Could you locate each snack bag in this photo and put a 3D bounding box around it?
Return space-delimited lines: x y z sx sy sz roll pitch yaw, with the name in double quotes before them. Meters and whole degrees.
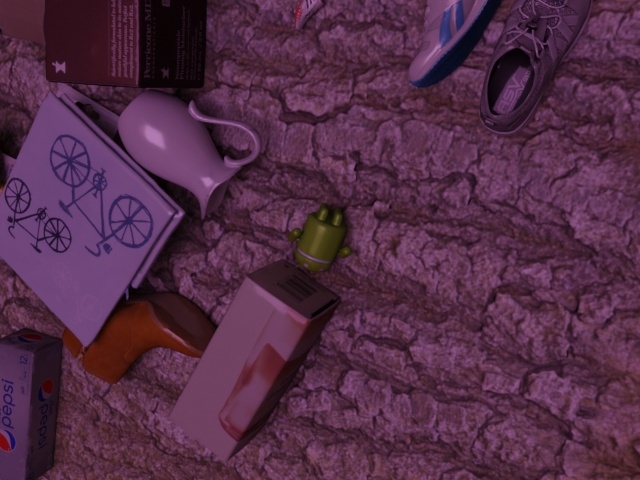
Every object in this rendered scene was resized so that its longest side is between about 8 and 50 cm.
"snack bag" -0.419 -0.024 1.293 0.323 0.037 0.342 42 114 13

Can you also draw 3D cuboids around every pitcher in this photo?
"pitcher" -0.212 -0.165 1.231 0.207 0.125 0.178 43 108 -3

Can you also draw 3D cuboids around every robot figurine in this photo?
"robot figurine" 0.000 0.000 1.213 0.101 0.067 0.115 19 107 -9

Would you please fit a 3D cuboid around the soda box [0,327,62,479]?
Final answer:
"soda box" -0.577 0.323 1.469 0.098 0.091 0.286 13 105 16

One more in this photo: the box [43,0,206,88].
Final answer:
"box" -0.300 -0.326 1.185 0.167 0.203 0.168 8 103 18

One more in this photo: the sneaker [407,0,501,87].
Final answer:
"sneaker" 0.188 -0.326 1.080 0.092 0.087 0.228 36 103 17

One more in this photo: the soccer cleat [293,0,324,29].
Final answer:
"soccer cleat" -0.014 -0.364 1.169 0.036 0.029 0.083 29 104 17

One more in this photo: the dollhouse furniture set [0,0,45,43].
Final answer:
"dollhouse furniture set" -0.486 -0.480 1.275 0.286 0.198 0.303 13 128 19

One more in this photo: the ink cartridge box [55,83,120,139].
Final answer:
"ink cartridge box" -0.437 -0.170 1.357 0.145 0.045 0.179 31 100 12

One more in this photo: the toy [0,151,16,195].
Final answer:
"toy" -0.650 -0.127 1.426 0.237 0.056 0.137 26 106 20

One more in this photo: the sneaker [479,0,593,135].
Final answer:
"sneaker" 0.296 -0.273 1.028 0.105 0.115 0.281 21 106 15

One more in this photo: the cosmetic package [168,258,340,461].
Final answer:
"cosmetic package" -0.108 0.194 1.245 0.129 0.153 0.296 35 111 11

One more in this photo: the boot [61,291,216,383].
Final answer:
"boot" -0.329 0.182 1.358 0.295 0.104 0.211 33 115 16
